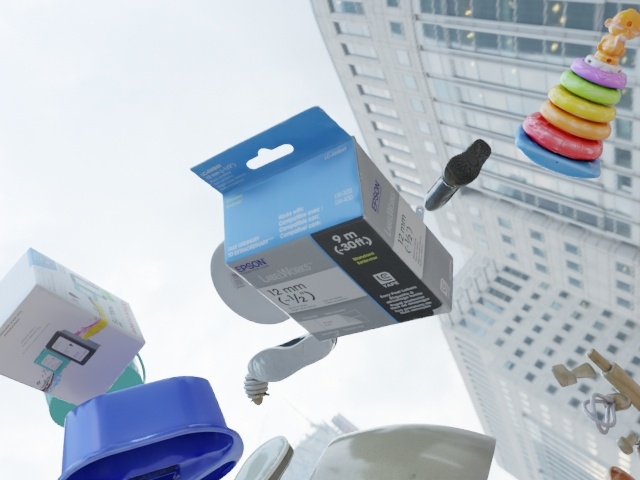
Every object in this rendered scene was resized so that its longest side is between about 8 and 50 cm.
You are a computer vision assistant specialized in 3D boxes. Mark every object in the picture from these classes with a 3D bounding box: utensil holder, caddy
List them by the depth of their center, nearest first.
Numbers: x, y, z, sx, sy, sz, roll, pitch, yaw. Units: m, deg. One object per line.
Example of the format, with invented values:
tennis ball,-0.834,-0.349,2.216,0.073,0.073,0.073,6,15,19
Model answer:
caddy,-0.318,0.405,1.085,0.341,0.179,0.241,-12,-46,-16
utensil holder,-0.119,0.037,1.818,0.385,0.328,0.327,-52,-33,-57

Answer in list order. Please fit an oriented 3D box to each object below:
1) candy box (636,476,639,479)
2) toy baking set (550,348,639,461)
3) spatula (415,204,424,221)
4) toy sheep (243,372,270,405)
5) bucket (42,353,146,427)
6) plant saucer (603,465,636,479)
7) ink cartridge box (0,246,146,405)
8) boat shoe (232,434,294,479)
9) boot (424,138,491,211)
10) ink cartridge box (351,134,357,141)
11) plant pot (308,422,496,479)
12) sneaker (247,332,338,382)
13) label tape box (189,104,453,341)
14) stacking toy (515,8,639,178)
candy box,0.311,0.272,0.369,0.317,0.268,0.122,-30,-34,-25
toy baking set,0.433,0.242,0.826,0.030,0.256,0.197,-45,-3,30
spatula,0.141,-0.009,1.138,0.019,0.168,0.242,-51,-27,-31
toy sheep,-0.203,0.455,1.828,0.091,0.091,0.132,2,-100,-44
bucket,-0.622,0.365,1.570,0.281,0.183,0.281,-20,-46,-22
plant saucer,0.594,0.516,1.064,0.200,0.200,0.037,18,-57,-47
ink cartridge box,-0.558,0.190,1.237,0.197,0.198,0.270,-50,-53,-1
boat shoe,-0.165,0.620,1.422,0.091,0.109,0.305,44,-100,-25
boot,0.299,-0.134,1.364,0.190,0.076,0.208,-36,-5,-35
ink cartridge box,-0.031,-0.125,1.035,0.109,0.209,0.062,-21,-84,-33
plant pot,0.080,0.346,0.713,0.284,0.191,0.284,17,-90,-71
sneaker,-0.072,0.339,1.730,0.104,0.296,0.147,67,-159,5
label tape box,0.000,0.000,0.831,0.348,0.249,0.115,43,-137,-35
stacking toy,0.508,-0.286,1.094,0.165,0.175,0.301,-52,-17,-55
